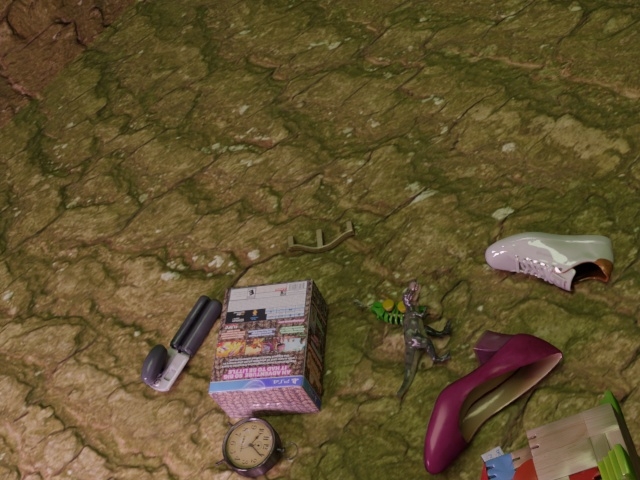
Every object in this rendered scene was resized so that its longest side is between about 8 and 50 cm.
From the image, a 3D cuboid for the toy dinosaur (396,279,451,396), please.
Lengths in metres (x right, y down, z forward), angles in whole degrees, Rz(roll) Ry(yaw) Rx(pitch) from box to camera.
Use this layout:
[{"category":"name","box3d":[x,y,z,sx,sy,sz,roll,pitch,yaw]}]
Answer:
[{"category":"toy dinosaur","box3d":[0.241,0.231,1.921,0.118,0.064,0.268,5,75,2]}]

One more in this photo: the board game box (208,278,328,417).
[{"category":"board game box","box3d":[-0.117,0.259,1.994,0.232,0.141,0.291,-7,53,17]}]

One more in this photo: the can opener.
[{"category":"can opener","box3d":[-0.356,0.254,2.122,0.076,0.095,0.283,16,62,30]}]

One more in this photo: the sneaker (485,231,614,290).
[{"category":"sneaker","box3d":[0.525,0.054,1.917,0.290,0.106,0.123,-3,51,18]}]

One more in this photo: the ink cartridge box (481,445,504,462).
[{"category":"ink cartridge box","box3d":[0.391,0.516,1.629,0.046,0.097,0.207,-28,50,0]}]

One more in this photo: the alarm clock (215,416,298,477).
[{"category":"alarm clock","box3d":[-0.137,0.475,1.891,0.192,0.064,0.129,-1,55,24]}]

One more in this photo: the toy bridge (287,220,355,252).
[{"category":"toy bridge","box3d":[0.000,0.000,2.218,0.188,0.026,0.063,-15,52,11]}]

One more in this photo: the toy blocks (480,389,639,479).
[{"category":"toy blocks","box3d":[0.381,0.436,1.281,0.261,0.191,0.381,-26,42,20]}]

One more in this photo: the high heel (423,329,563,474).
[{"category":"high heel","box3d":[0.359,0.342,1.745,0.181,0.127,0.377,9,55,39]}]

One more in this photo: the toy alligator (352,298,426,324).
[{"category":"toy alligator","box3d":[0.161,0.176,2.001,0.189,0.056,0.051,3,56,23]}]
